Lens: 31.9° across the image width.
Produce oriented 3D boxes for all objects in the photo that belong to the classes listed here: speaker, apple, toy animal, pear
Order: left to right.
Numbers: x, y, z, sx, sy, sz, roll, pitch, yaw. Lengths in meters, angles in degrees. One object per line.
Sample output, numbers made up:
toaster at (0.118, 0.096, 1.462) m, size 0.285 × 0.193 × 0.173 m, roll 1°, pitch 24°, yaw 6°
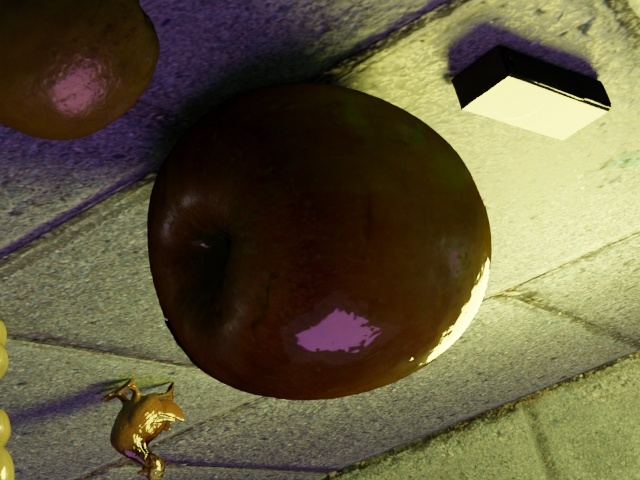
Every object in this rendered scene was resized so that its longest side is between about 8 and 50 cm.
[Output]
pear at (-0.213, -0.160, 0.926) m, size 0.162 × 0.148 × 0.149 m, roll -23°, pitch 157°, yaw 14°
toy animal at (-0.304, 0.331, 2.017) m, size 0.089 × 0.179 × 0.188 m, roll -34°, pitch 179°, yaw 41°
apple at (0.000, 0.000, 1.260) m, size 0.374 × 0.374 × 0.384 m, roll 1°, pitch -178°, yaw -37°
speaker at (0.259, -0.176, 1.350) m, size 0.218 × 0.044 × 0.082 m, roll 8°, pitch 148°, yaw -46°

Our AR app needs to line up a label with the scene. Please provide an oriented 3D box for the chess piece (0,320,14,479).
chess piece at (-0.492, 0.243, 1.544) m, size 0.143 × 0.260 × 0.142 m, roll -12°, pitch 159°, yaw -5°
